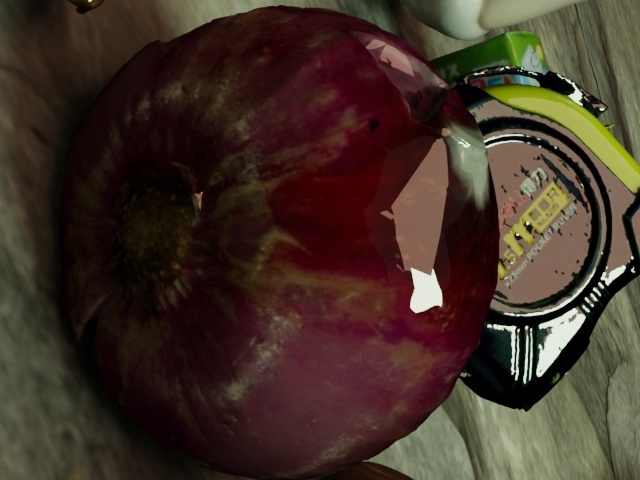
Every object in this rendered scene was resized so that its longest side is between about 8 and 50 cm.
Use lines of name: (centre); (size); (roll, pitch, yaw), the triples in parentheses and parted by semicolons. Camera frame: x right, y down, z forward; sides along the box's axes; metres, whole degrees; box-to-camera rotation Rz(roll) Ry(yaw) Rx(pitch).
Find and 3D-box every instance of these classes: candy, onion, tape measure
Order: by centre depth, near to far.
onion: (-0.008, -0.003, 0.439); (0.200, 0.200, 0.207); (42, 52, -42)
tape measure: (0.113, -0.014, 0.625); (0.186, 0.112, 0.199); (46, 77, -13)
candy: (0.134, -0.050, 0.738); (0.062, 0.097, 0.194); (-16, 92, -53)

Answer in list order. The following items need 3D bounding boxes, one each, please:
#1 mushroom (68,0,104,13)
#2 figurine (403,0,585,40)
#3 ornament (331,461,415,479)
mushroom: (-0.121, -0.228, 0.358); (0.278, 0.163, 0.297); (60, 35, -23)
figurine: (0.067, -0.288, 0.622); (0.196, 0.320, 0.323); (-43, 127, -3)
ornament: (0.093, 0.223, 0.467); (0.221, 0.217, 0.235); (16, 67, -53)
